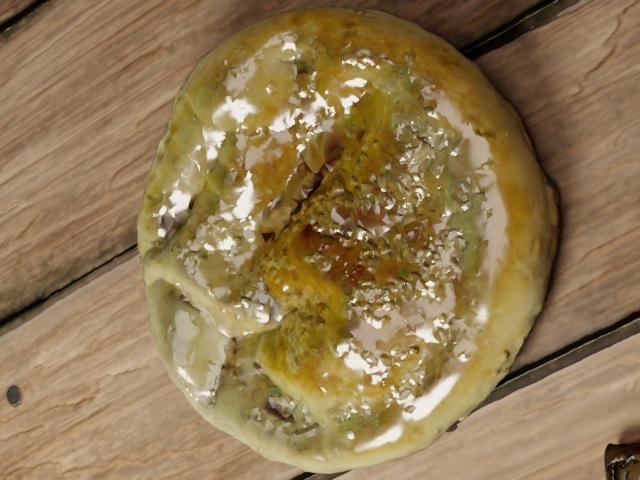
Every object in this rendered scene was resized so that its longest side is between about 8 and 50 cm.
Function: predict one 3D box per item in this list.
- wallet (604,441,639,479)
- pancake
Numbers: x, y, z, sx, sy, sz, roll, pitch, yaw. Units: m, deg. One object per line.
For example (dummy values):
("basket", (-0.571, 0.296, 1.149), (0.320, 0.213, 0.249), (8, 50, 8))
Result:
("wallet", (0.318, 0.189, 1.214), (0.243, 0.039, 0.133), (-13, 80, 30))
("pancake", (0.001, 0.000, 1.391), (0.387, 0.082, 0.387), (1, 92, 31))
